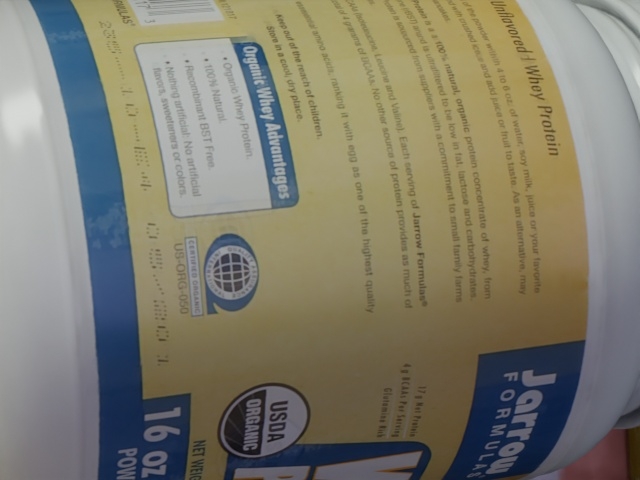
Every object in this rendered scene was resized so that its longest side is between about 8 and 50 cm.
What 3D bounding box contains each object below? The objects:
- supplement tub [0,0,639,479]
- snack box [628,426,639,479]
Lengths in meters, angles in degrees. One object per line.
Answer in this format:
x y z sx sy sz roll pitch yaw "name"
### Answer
0.000 0.000 0.461 0.199 0.144 0.144 -6 97 -18 "supplement tub"
0.161 0.072 0.507 0.070 0.174 0.207 -8 99 -19 "snack box"
